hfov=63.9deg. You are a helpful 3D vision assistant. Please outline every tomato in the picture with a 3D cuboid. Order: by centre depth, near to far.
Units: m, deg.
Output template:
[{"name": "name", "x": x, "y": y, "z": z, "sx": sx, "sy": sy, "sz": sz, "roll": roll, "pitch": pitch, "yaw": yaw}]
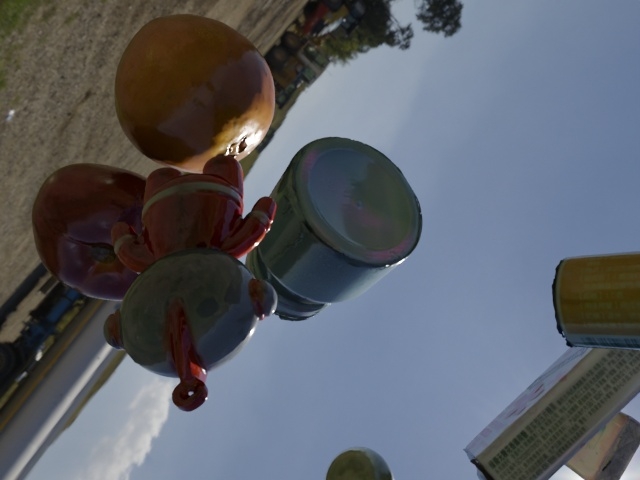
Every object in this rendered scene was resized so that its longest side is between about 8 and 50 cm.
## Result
[{"name": "tomato", "x": -0.409, "y": -0.026, "z": 1.013, "sx": 0.298, "sy": 0.298, "sz": 0.226, "roll": -41, "pitch": -146, "yaw": 24}]

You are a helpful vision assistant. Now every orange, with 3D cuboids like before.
[{"name": "orange", "x": -0.246, "y": -0.285, "z": 1.015, "sx": 0.312, "sy": 0.312, "sz": 0.312, "roll": -44, "pitch": -164, "yaw": 15}]

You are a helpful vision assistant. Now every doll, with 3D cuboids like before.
[{"name": "doll", "x": -0.098, "y": 0.020, "z": 0.399, "sx": 0.142, "sy": 0.076, "sz": 0.245, "roll": -14, "pitch": -133, "yaw": -1}]

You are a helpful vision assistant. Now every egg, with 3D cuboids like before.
[{"name": "egg", "x": 0.062, "y": 0.392, "z": 0.822, "sx": 0.114, "sy": 0.114, "sz": 0.152, "roll": -48, "pitch": 173, "yaw": -2}]

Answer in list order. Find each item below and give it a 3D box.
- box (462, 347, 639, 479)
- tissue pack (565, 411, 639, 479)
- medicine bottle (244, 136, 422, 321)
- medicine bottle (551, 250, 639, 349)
[{"name": "box", "x": 0.420, "y": 0.300, "z": 0.902, "sx": 0.369, "sy": 0.112, "sz": 0.190, "roll": -43, "pitch": 161, "yaw": -3}, {"name": "tissue pack", "x": 0.686, "y": 0.504, "z": 1.380, "sx": 0.202, "sy": 0.124, "sz": 0.271, "roll": -62, "pitch": -154, "yaw": 0}, {"name": "medicine bottle", "x": 0.000, "y": 0.000, "z": 0.901, "sx": 0.290, "sy": 0.245, "sz": 0.245, "roll": -47, "pitch": -169, "yaw": 49}, {"name": "medicine bottle", "x": 0.394, "y": 0.038, "z": 0.359, "sx": 0.425, "sy": 0.108, "sz": 0.108, "roll": -8, "pitch": -140, "yaw": 45}]
